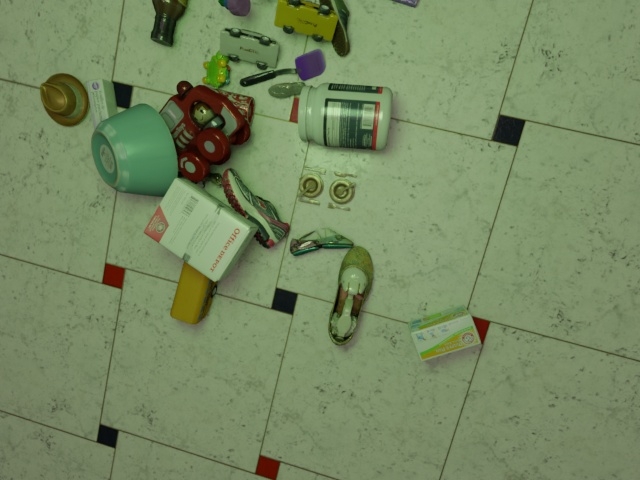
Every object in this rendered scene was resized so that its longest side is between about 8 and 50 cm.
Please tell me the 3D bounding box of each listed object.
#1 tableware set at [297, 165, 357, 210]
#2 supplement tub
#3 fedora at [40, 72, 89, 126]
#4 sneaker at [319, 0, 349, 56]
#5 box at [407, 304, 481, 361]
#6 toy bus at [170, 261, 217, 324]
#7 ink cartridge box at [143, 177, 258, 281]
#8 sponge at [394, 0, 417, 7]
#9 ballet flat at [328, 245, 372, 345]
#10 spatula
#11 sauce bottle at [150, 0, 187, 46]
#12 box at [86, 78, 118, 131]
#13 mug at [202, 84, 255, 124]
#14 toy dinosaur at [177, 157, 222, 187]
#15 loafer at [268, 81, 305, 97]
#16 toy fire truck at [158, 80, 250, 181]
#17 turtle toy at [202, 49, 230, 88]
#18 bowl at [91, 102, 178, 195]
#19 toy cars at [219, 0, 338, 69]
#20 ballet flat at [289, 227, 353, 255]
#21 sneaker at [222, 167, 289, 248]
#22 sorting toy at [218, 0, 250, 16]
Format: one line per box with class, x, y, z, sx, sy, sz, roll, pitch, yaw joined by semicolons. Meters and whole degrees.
tableware set;0.019;-0.175;1.383;0.194;0.039;0.128;11;99;6
supplement tub;0.079;-0.385;1.270;0.272;0.191;0.191;7;98;7
fedora;-0.927;-0.505;1.449;0.194;0.079;0.194;1;97;8
sneaker;0.067;-0.696;1.294;0.064;0.086;0.192;8;131;47
box;0.407;0.305;1.355;0.203;0.114;0.103;-20;95;9
toy bus;-0.420;0.113;1.433;0.108;0.130;0.332;19;100;5
ink cartridge box;-0.371;-0.033;1.288;0.283;0.117;0.207;34;96;3
sponge;0.220;-0.820;1.276;0.210;0.031;0.117;19;100;4
ballet flat;0.100;0.195;1.382;0.123;0.123;0.348;15;99;6
spatula;-0.130;-0.556;1.353;0.297;0.030;0.084;-9;135;14
sauce bottle;-0.486;-0.822;1.335;0.111;0.111;0.344;16;101;5
box;-0.756;-0.398;1.447;0.063;0.067;0.323;-6;97;8
mug;-0.313;-0.435;1.375;0.169;0.113;0.150;10;143;2
toy dinosaur;-0.467;-0.230;1.432;0.268;0.064;0.118;28;86;4
loafer;-0.111;-0.507;1.363;0.125;0.039;0.045;-3;130;11
toy fire truck;-0.387;-0.355;1.290;0.302;0.169;0.254;-32;107;39
turtle toy;-0.339;-0.573;1.366;0.095;0.066;0.130;9;97;30
bowl;-0.617;-0.276;1.319;0.312;0.163;0.311;18;119;36
toy cars;-0.136;-0.665;1.293;0.394;0.087;0.176;-15;140;21
ballet flat;0.000;0.000;1.397;0.222;0.077;0.079;-9;77;9
sneaker;-0.229;-0.118;1.393;0.112;0.121;0.299;-39;101;-21
sorting toy;-0.201;-0.847;1.266;0.126;0.127;0.365;26;78;28
